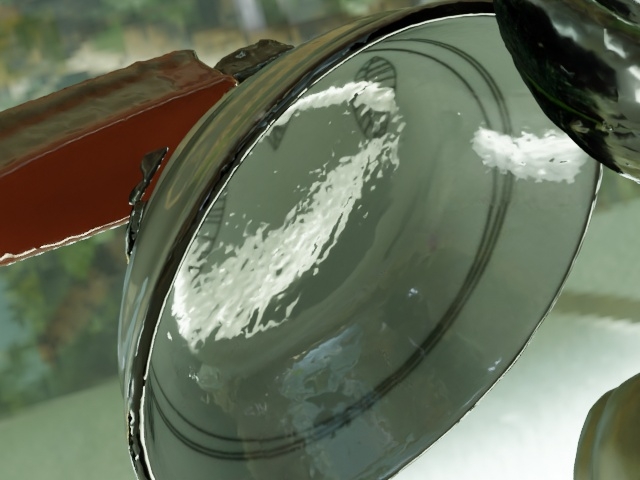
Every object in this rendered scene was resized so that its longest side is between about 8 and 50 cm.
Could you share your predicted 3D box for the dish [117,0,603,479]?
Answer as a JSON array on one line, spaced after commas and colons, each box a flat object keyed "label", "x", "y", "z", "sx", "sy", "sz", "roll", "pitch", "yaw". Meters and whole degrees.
[{"label": "dish", "x": 0.000, "y": 0.000, "z": 1.005, "sx": 0.316, "sy": 0.316, "sz": 0.106, "roll": -21, "pitch": -135, "yaw": -34}]

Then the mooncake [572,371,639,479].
[{"label": "mooncake", "x": 0.303, "y": 0.148, "z": 1.320, "sx": 0.275, "sy": 0.135, "sz": 0.275, "roll": 1, "pitch": 169, "yaw": 0}]

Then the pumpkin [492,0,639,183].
[{"label": "pumpkin", "x": 0.203, "y": -0.121, "z": 0.859, "sx": 0.250, "sy": 0.250, "sz": 0.216, "roll": -17, "pitch": -137, "yaw": -15}]

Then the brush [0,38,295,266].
[{"label": "brush", "x": -0.134, "y": -0.034, "z": 1.013, "sx": 0.323, "sy": 0.070, "sz": 0.051, "roll": -24, "pitch": -133, "yaw": -32}]
